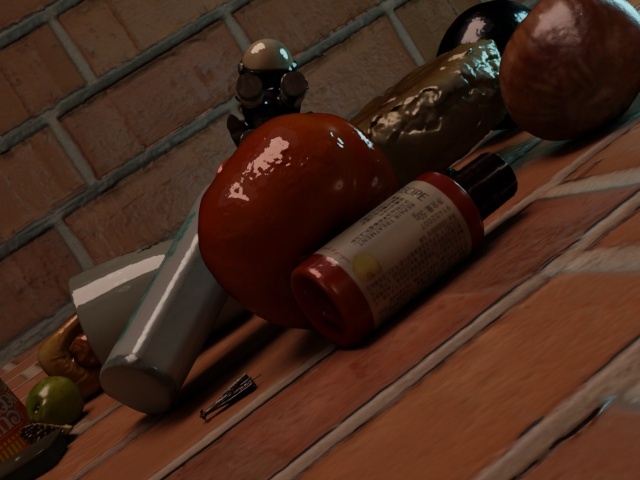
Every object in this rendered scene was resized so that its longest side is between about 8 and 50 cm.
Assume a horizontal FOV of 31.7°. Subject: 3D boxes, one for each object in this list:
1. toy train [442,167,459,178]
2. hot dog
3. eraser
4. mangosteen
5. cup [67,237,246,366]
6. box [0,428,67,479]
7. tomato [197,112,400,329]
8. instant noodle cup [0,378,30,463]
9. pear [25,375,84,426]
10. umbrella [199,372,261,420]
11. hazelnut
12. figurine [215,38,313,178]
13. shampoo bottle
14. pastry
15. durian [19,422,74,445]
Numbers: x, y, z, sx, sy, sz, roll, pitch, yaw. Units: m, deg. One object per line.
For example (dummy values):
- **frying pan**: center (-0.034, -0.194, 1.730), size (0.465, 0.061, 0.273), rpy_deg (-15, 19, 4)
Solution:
- **toy train**: center (0.172, -0.078, 1.646), size (0.071, 0.038, 0.148), rpy_deg (-33, 7, -4)
- **hot dog**: center (-0.362, 0.156, 1.941), size (0.153, 0.150, 0.257), rpy_deg (-39, 4, 25)
- **eraser**: center (-0.173, 0.074, 1.455), size (0.290, 0.104, 0.189), rpy_deg (-64, 4, -27)
- **mangosteen**: center (0.301, -0.284, 1.840), size (0.243, 0.243, 0.243), rpy_deg (-32, 8, 5)
- **cup**: center (-0.234, 0.104, 1.751), size (0.234, 0.186, 0.258), rpy_deg (-25, -20, -4)
- **box**: center (-0.413, 0.315, 1.570), size (0.126, 0.031, 0.091), rpy_deg (-31, 8, 6)
- **tomato**: center (-0.024, -0.026, 1.301), size (0.260, 0.260, 0.180), rpy_deg (-36, 49, -24)
- **instant noodle cup**: center (-0.568, 0.269, 1.795), size (0.193, 0.212, 0.193), rpy_deg (-32, 7, 5)
- **pear**: center (-0.416, 0.254, 1.756), size (0.092, 0.092, 0.097), rpy_deg (-33, 7, 1)
- **umbrella**: center (-0.101, 0.174, 1.265), size (0.083, 0.020, 0.031), rpy_deg (-40, 9, -12)
- **hazelnut**: center (0.331, -0.222, 1.457), size (0.214, 0.176, 0.214), rpy_deg (-44, 35, 41)
- **figurine**: center (-0.074, -0.129, 1.834), size (0.241, 0.412, 0.306), rpy_deg (-17, 46, -9)
- **shampoo bottle**: center (0.103, -0.003, 1.225), size (0.278, 0.104, 0.104), rpy_deg (-36, 9, -23)
- **pastry**: center (0.144, -0.163, 1.627), size (0.329, 0.136, 0.329), rpy_deg (-35, 9, 7)
- **durian**: center (-0.407, 0.283, 1.663), size (0.066, 0.052, 0.130), rpy_deg (-36, 6, -28)
